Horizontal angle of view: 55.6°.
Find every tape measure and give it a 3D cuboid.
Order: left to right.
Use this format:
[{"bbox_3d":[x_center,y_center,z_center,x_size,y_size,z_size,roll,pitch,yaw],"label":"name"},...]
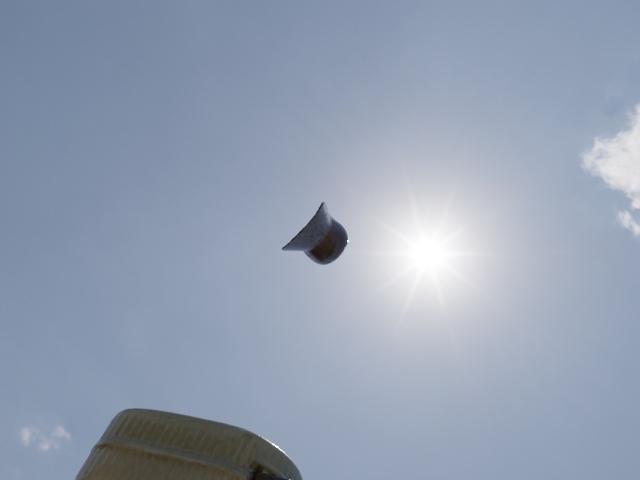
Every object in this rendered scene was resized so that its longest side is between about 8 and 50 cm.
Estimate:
[{"bbox_3d":[-0.111,0.302,0.648,0.232,0.133,0.271,7,-53,13],"label":"tape measure"}]

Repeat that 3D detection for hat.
[{"bbox_3d":[0.001,0.001,0.564,0.042,0.087,0.058,41,-89,8],"label":"hat"}]
